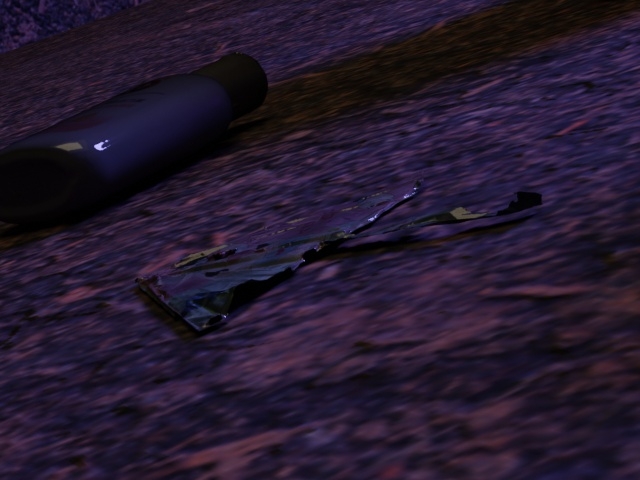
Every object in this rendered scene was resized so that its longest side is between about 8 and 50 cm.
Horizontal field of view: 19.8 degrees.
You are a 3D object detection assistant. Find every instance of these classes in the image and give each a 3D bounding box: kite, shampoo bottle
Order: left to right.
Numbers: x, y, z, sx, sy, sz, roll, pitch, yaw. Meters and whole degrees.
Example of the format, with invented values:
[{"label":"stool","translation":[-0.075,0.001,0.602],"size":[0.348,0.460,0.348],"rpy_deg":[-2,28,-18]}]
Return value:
[{"label":"shampoo bottle","translation":[-0.084,-0.052,0.863],"size":[0.080,0.040,0.165],"rpy_deg":[-11,14,39]},{"label":"kite","translation":[0.000,0.000,0.564],"size":[0.157,0.011,0.139],"rpy_deg":[-10,16,38]}]
